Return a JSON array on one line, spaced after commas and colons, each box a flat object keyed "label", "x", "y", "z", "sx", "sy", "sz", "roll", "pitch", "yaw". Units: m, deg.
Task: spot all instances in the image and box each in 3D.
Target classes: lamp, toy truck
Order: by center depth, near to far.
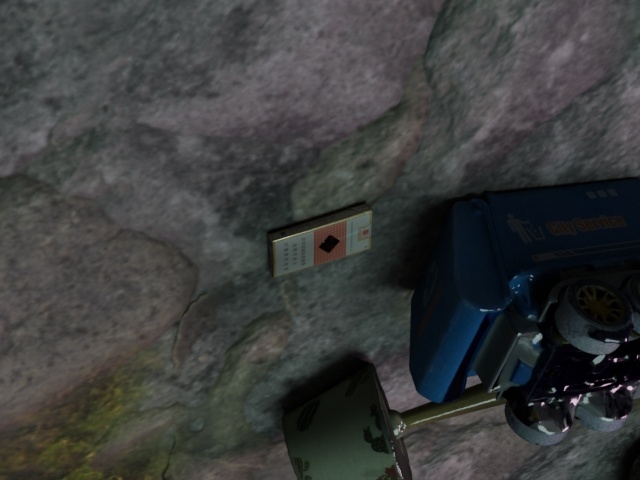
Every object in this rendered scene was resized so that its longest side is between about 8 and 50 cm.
[{"label": "toy truck", "x": 0.245, "y": 0.051, "z": 1.306, "sx": 0.367, "sy": 0.175, "sz": 0.146, "roll": -5, "pitch": 138, "yaw": -28}, {"label": "lamp", "x": 0.079, "y": 0.158, "z": 1.362, "sx": 0.214, "sy": 0.121, "sz": 0.121, "roll": -17, "pitch": 143, "yaw": 3}]

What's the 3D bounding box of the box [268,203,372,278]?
[{"label": "box", "x": 0.000, "y": 0.000, "z": 1.220, "sx": 0.083, "sy": 0.012, "sz": 0.046, "roll": -18, "pitch": 141, "yaw": -15}]

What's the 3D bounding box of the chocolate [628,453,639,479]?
[{"label": "chocolate", "x": 0.392, "y": 0.309, "z": 1.762, "sx": 0.110, "sy": 0.110, "sz": 0.248, "roll": -26, "pitch": 145, "yaw": -5}]
